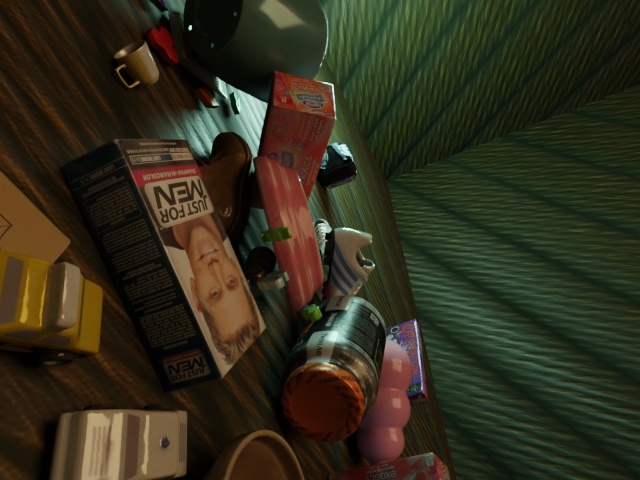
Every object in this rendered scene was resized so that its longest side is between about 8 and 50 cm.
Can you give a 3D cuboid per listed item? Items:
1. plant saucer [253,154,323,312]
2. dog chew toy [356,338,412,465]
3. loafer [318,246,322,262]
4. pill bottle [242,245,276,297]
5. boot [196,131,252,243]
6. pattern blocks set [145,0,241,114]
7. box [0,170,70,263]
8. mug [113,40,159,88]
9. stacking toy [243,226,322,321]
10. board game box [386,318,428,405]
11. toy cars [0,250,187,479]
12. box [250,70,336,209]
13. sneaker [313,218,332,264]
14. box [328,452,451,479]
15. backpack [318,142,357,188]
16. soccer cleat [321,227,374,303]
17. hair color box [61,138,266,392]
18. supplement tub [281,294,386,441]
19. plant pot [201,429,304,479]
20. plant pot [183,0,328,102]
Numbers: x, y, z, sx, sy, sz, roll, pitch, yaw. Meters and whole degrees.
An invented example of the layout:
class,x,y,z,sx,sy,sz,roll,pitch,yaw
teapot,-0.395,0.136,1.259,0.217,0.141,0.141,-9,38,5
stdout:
class,x,y,z,sx,sy,sz,roll,pitch,yaw
plant saucer,-0.063,-0.019,0.891,0.332,0.084,0.332,166,-90,-85
dog chew toy,0.163,0.451,1.194,0.206,0.207,0.332,47,36,-51
loafer,-0.031,0.043,1.205,0.094,0.087,0.251,53,25,-44
pill bottle,-0.135,0.068,0.910,0.065,0.065,0.116,61,20,-26
boot,-0.212,-0.138,0.855,0.115,0.112,0.305,25,37,-33
pattern blocks set,-0.296,-0.445,1.032,0.325,0.026,0.285,43,32,-55
box,-0.354,0.006,0.404,0.164,0.021,0.201,59,20,-32
mug,-0.332,-0.311,0.764,0.062,0.078,0.064,43,-16,44
stacking toy,-0.111,0.073,0.745,0.052,0.221,0.167,-39,112,-47
board game box,0.247,0.421,1.438,0.347,0.208,0.056,-76,143,-61
toy cars,-0.238,0.149,0.450,0.176,0.087,0.393,-73,144,-61
box,-0.074,-0.220,1.016,0.300,0.142,0.154,113,-19,-46
sneaker,0.000,0.000,1.334,0.091,0.094,0.258,55,5,-17
box,0.160,0.573,0.939,0.128,0.257,0.122,55,22,-41
backpack,0.059,-0.321,1.762,0.117,0.158,0.173,64,5,-47
soccer cleat,0.076,0.117,1.190,0.116,0.143,0.331,-86,179,-58
hair color box,-0.218,0.026,0.647,0.347,0.105,0.174,69,18,-8
supplement tub,0.038,0.277,0.972,0.207,0.207,0.338,68,18,-9
plant pot,-0.110,0.392,0.576,0.237,0.110,0.237,-18,90,-73
plant pot,-0.166,-0.491,0.983,0.235,0.293,0.293,-8,78,-58
